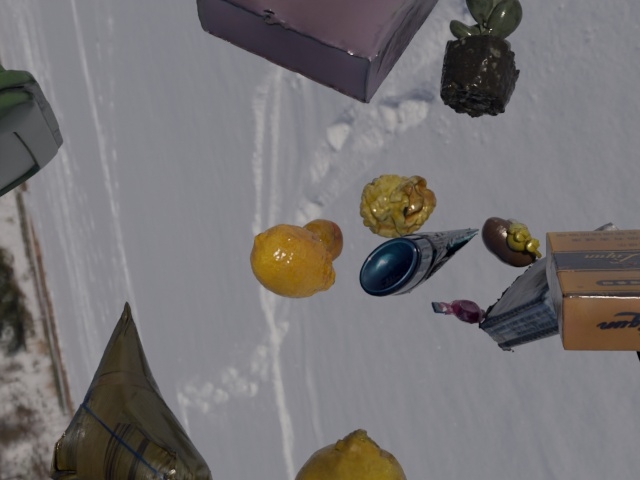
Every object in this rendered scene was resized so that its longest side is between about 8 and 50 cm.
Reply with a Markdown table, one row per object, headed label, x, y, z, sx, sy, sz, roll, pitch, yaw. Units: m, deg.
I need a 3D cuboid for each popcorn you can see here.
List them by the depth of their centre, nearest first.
| label | x | y | z | sx | sy | sz | roll | pitch | yaw |
| --- | --- | --- | --- | --- | --- | --- | --- | --- | --- |
| popcorn | 0.176 | -0.084 | 1.750 | 0.170 | 0.180 | 0.179 | -130 | 35 | -53 |

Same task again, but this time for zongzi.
| label | x | y | z | sx | sy | sz | roll | pitch | yaw |
| --- | --- | --- | --- | --- | --- | --- | --- | --- | --- |
| zongzi | -0.245 | 0.241 | 1.121 | 0.260 | 0.123 | 0.289 | 4 | 66 | 33 |

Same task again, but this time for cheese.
| label | x | y | z | sx | sy | sz | roll | pitch | yaw |
| --- | --- | --- | --- | --- | --- | --- | --- | --- | --- |
| cheese | 0.348 | 0.175 | 1.908 | 0.095 | 0.145 | 0.038 | -101 | 23 | -57 |

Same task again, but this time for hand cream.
| label | x | y | z | sx | sy | sz | roll | pitch | yaw |
| --- | --- | --- | --- | --- | --- | --- | --- | --- | --- |
| hand cream | 0.132 | 0.025 | 0.993 | 0.120 | 0.270 | 0.061 | -44 | 76 | 19 |

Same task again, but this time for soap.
| label | x | y | z | sx | sy | sz | roll | pitch | yaw |
| --- | --- | --- | --- | --- | --- | --- | --- | --- | --- |
| soap | 0.012 | -0.381 | 1.129 | 0.296 | 0.285 | 0.107 | 29 | 156 | 13 |

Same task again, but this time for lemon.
| label | x | y | z | sx | sy | sz | roll | pitch | yaw |
| --- | --- | --- | --- | --- | --- | --- | --- | --- | --- |
| lemon | 0.042 | 0.398 | 1.103 | 0.188 | 0.189 | 0.256 | -152 | 74 | -67 |
| lemon | -0.053 | 0.043 | 1.489 | 0.142 | 0.187 | 0.142 | -51 | 20 | 26 |

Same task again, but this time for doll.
| label | x | y | z | sx | sy | sz | roll | pitch | yaw |
| --- | --- | --- | --- | --- | --- | --- | --- | --- | --- |
| doll | 0.448 | 0.006 | 1.742 | 0.145 | 0.096 | 0.188 | 40 | 172 | -26 |

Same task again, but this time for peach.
| label | x | y | z | sx | sy | sz | roll | pitch | yaw |
| --- | --- | --- | --- | --- | --- | --- | --- | --- | --- |
| peach | 0.000 | 0.000 | 2.236 | 0.138 | 0.138 | 0.138 | 170 | 90 | -71 |

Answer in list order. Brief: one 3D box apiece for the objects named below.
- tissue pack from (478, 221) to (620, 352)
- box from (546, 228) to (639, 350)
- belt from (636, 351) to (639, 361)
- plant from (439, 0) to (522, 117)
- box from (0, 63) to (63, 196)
| label | x | y | z | sx | sy | sz | roll | pitch | yaw |
| --- | --- | --- | --- | --- | --- | --- | --- | --- | --- |
| tissue pack | 0.528 | 0.115 | 1.724 | 0.122 | 0.259 | 0.361 | 44 | 164 | 5 |
| box | 0.343 | 0.050 | 0.869 | 0.237 | 0.152 | 0.070 | -51 | -42 | -70 |
| belt | 0.485 | 0.137 | 0.953 | 0.151 | 0.078 | 0.198 | -47 | 33 | 17 |
| plant | 0.322 | -0.385 | 1.503 | 0.149 | 0.146 | 0.274 | 4 | 78 | 34 |
| box | -0.384 | -0.103 | 0.676 | 0.177 | 0.253 | 0.329 | 58 | 165 | -7 |
